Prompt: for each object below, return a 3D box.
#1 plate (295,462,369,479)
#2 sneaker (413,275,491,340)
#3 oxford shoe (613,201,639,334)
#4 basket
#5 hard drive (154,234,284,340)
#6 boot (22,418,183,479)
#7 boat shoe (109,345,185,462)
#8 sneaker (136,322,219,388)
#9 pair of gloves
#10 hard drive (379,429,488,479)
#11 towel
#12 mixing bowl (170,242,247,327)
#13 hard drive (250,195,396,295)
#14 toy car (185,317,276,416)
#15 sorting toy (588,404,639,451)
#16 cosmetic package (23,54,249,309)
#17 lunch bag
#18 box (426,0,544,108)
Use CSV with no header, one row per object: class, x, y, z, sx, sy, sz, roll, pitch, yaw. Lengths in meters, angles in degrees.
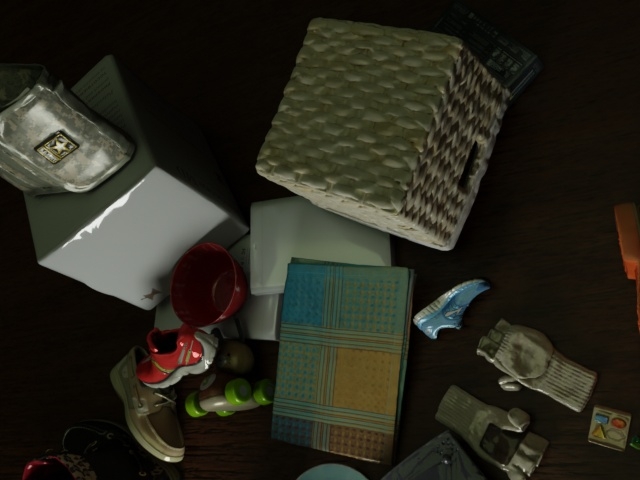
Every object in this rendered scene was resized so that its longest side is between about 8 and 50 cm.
plate,0.023,0.513,1.260,0.188,0.024,0.188,0,62,-1
sneaker,0.252,0.125,1.250,0.162,0.063,0.073,-40,77,22
oxford shoe,0.546,0.101,1.024,0.132,0.130,0.364,-13,71,23
basket,0.111,-0.197,1.222,0.331,0.266,0.329,21,90,33
hard drive,-0.226,0.105,1.552,0.352,0.047,0.233,-2,76,31
boot,-0.519,0.498,1.490,0.377,0.284,0.138,20,89,33
boat shoe,-0.384,0.369,1.550,0.098,0.109,0.302,-51,52,12
sneaker,-0.328,0.234,1.456,0.279,0.118,0.107,-29,34,41
pair of gloves,0.328,0.268,1.165,0.204,0.042,0.240,37,97,34
hard drive,0.183,0.471,1.183,0.254,0.054,0.172,-44,65,11
towel,0.039,0.225,1.314,0.271,0.040,0.371,5,90,25
mixing bowl,-0.224,0.104,1.463,0.181,0.098,0.182,-10,72,30
hard drive,0.000,0.000,1.409,0.307,0.040,0.203,-7,74,20
toy car,-0.194,0.263,1.430,0.155,0.148,0.189,-24,65,35
sorting toy,0.474,0.302,1.081,0.083,0.012,0.062,10,83,34
cosmetic package,-0.430,-0.122,1.531,0.327,0.329,0.394,-38,54,11
lunch bag,-0.525,-0.206,1.272,0.286,0.235,0.169,-2,61,31
box,0.289,-0.341,1.337,0.183,0.059,0.233,-49,59,12
